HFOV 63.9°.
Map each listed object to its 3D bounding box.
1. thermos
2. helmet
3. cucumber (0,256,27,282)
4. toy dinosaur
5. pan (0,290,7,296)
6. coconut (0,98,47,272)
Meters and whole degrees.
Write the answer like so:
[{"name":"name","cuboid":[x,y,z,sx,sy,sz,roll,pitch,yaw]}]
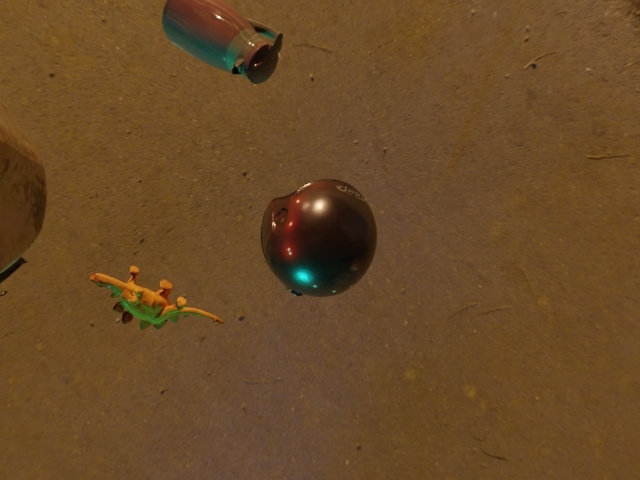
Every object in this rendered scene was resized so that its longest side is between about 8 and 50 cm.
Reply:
[{"name":"thermos","cuboid":[-0.202,-0.454,1.145,0.265,0.146,0.176,37,58,21]},{"name":"helmet","cuboid":[0.000,0.000,0.900,0.189,0.193,0.216,22,112,-28]},{"name":"cucumber","cuboid":[-0.520,0.071,0.775,0.036,0.184,0.033,-14,116,20]},{"name":"toy dinosaur","cuboid":[-0.339,0.137,1.045,0.117,0.070,0.288,-40,131,22]},{"name":"pan","cuboid":[-0.691,0.115,0.961,0.202,0.128,0.048,-31,112,-14]},{"name":"coconut","cuboid":[-0.352,-0.055,0.408,0.237,0.236,0.197,5,127,-2]}]
